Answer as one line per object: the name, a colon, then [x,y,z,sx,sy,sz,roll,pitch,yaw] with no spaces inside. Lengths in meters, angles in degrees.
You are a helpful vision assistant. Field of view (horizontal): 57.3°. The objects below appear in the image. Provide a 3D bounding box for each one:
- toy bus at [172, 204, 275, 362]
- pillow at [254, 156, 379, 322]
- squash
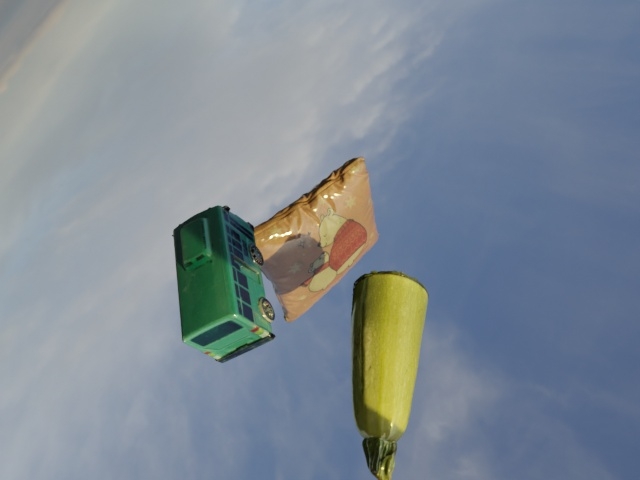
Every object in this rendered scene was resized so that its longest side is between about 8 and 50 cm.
toy bus: [-0.112,0.041,0.651,0.079,0.092,0.160,-26,-127,17]
pillow: [0.000,0.000,0.920,0.236,0.223,0.084,-38,-128,-17]
squash: [0.073,0.152,0.651,0.094,0.094,0.224,-22,-132,38]
